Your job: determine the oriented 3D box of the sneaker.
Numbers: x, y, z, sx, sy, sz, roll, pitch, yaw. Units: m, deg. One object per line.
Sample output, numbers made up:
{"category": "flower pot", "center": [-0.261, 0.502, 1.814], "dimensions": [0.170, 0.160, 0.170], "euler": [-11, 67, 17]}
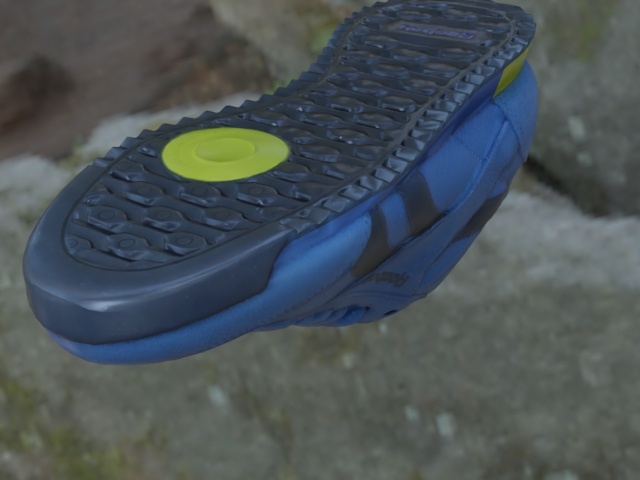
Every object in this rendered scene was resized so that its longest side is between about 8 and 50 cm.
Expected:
{"category": "sneaker", "center": [0.000, 0.000, 0.524], "dimensions": [0.069, 0.082, 0.209], "euler": [15, 28, 25]}
